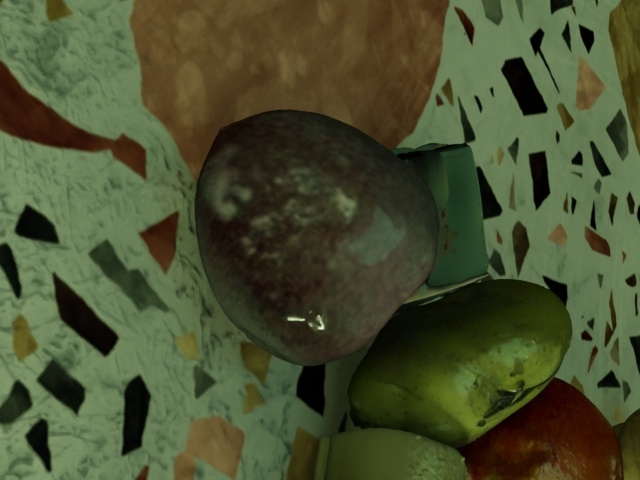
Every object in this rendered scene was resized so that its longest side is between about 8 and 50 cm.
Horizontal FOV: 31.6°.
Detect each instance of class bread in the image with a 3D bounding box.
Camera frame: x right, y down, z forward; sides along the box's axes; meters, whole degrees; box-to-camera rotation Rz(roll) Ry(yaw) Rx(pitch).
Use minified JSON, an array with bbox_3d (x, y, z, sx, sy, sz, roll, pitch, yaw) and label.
[{"bbox_3d":[0.061,0.261,1.067,0.134,0.148,0.141,26,65,-37],"label":"bread"}]

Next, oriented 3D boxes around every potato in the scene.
[{"bbox_3d":[0.147,0.124,1.137,0.248,0.169,0.143,-26,116,-25],"label":"potato"}]

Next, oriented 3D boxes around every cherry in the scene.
[{"bbox_3d":[0.000,0.000,1.005,0.266,0.183,0.213,43,67,-4],"label":"cherry"}]

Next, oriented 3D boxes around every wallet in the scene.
[{"bbox_3d":[0.093,-0.013,1.214,0.250,0.075,0.176,-15,99,-52],"label":"wallet"}]

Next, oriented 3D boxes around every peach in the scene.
[{"bbox_3d":[0.215,0.260,1.219,0.243,0.200,0.243,7,80,-47],"label":"peach"}]

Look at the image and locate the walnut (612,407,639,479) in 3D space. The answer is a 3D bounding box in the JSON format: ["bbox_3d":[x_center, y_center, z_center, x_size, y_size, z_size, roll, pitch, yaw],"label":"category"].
[{"bbox_3d":[0.488,0.323,1.550,0.228,0.228,0.227,12,75,-50],"label":"walnut"}]
